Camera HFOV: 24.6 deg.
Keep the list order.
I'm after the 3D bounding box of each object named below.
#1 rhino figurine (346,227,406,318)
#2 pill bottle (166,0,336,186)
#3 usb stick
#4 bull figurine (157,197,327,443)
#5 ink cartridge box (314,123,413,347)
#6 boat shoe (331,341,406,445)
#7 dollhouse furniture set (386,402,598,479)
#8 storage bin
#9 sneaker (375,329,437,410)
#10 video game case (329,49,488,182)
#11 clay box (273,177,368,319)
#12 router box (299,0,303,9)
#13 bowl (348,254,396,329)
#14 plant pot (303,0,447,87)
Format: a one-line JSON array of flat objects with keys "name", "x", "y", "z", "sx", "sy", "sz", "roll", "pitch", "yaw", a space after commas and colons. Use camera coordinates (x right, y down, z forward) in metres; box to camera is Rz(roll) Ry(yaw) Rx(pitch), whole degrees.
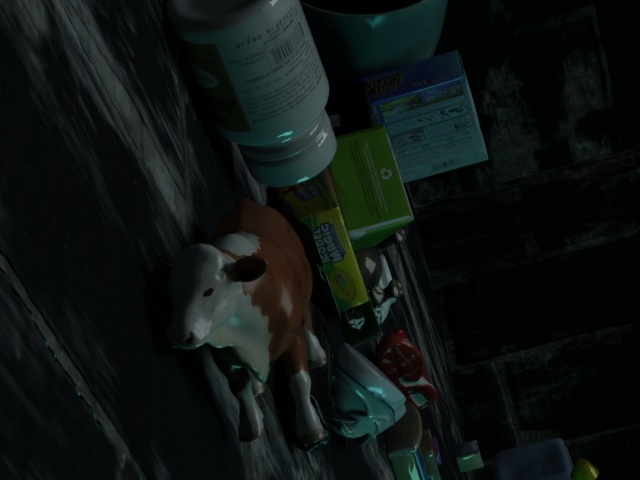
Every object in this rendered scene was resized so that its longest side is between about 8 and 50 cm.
[{"name": "rhino figurine", "x": 0.063, "y": 0.007, "z": 2.095, "sx": 0.073, "sy": 0.106, "sz": 0.243, "roll": 33, "pitch": 48, "yaw": -34}, {"name": "pill bottle", "x": -0.063, "y": -0.172, "z": 1.524, "sx": 0.131, "sy": 0.131, "sz": 0.229, "roll": -97, "pitch": 169, "yaw": -49}, {"name": "usb stick", "x": -0.014, "y": 0.135, "z": 1.593, "sx": 0.278, "sy": 0.045, "sz": 0.077, "roll": -87, "pitch": 153, "yaw": -68}, {"name": "bull figurine", "x": -0.056, "y": 0.061, "z": 1.225, "sx": 0.310, "sy": 0.101, "sz": 0.188, "roll": -71, "pitch": 149, "yaw": -73}, {"name": "ink cartridge box", "x": 0.056, "y": 0.001, "z": 1.915, "sx": 0.189, "sy": 0.097, "sz": 0.255, "roll": 142, "pitch": -69, "yaw": -73}, {"name": "boat shoe", "x": 0.047, "y": 0.196, "z": 1.741, "sx": 0.095, "sy": 0.084, "sz": 0.258, "roll": 40, "pitch": -8, "yaw": 22}, {"name": "dollhouse furniture set", "x": 0.276, "y": 0.326, "z": 2.360, "sx": 0.286, "sy": 0.303, "sz": 0.198, "roll": -89, "pitch": 163, "yaw": -66}, {"name": "storage bin", "x": 0.024, "y": -0.146, "z": 2.162, "sx": 0.180, "sy": 0.122, "sz": 0.084, "roll": -96, "pitch": 168, "yaw": -53}, {"name": "sneaker", "x": 0.119, "y": 0.191, "z": 2.443, "sx": 0.128, "sy": 0.087, "sz": 0.221, "roll": 60, "pitch": -4, "yaw": 37}, {"name": "video game case", "x": 0.117, "y": -0.179, "z": 2.348, "sx": 0.244, "sy": 0.269, "sz": 0.061, "roll": 63, "pitch": 13, "yaw": -59}, {"name": "clay box", "x": 0.000, "y": 0.000, "z": 1.758, "sx": 0.222, "sy": 0.053, "sz": 0.127, "roll": -128, "pitch": -162, "yaw": -67}, {"name": "router box", "x": -0.096, "y": -0.430, "z": 2.014, "sx": 0.309, "sy": 0.081, "sz": 0.243, "roll": -94, "pitch": 167, "yaw": -57}, {"name": "bowl", "x": 0.066, "y": 0.066, "z": 2.203, "sx": 0.170, "sy": 0.080, "sz": 0.170, "roll": -16, "pitch": 90, "yaw": -84}, {"name": "plant pot", "x": 0.064, "y": -0.358, "z": 2.352, "sx": 0.235, "sy": 0.293, "sz": 0.293, "roll": 88, "pitch": -5, "yaw": -46}]
